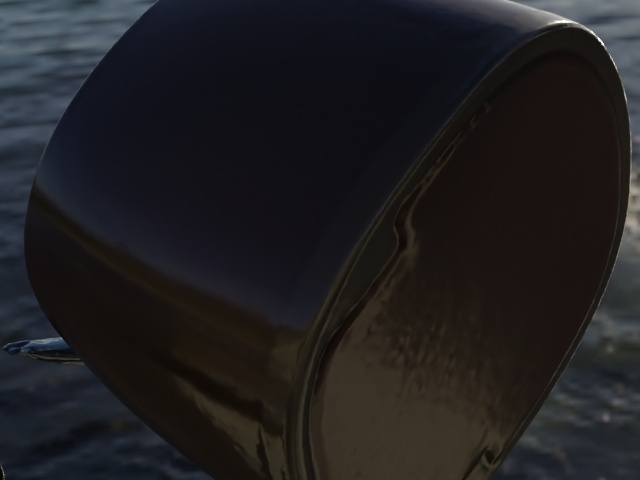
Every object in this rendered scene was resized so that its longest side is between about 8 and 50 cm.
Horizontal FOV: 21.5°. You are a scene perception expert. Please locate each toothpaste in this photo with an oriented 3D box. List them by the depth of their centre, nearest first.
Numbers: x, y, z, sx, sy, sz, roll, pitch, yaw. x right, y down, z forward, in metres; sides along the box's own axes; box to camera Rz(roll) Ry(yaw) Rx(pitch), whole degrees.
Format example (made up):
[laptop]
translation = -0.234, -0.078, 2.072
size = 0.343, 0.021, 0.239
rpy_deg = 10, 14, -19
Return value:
[toothpaste]
translation = -0.147, 0.066, 1.007
size = 0.083, 0.019, 0.027
rpy_deg = 4, 3, -38

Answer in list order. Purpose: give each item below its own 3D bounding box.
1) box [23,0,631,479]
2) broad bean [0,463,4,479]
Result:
[box]
translation = 0.000, 0.000, 0.895
size = 0.216, 0.301, 0.301
rpy_deg = 24, 29, 30
[broad bean]
translation = -0.196, 0.199, 0.812
size = 0.061, 0.195, 0.046
rpy_deg = 9, -3, -44
